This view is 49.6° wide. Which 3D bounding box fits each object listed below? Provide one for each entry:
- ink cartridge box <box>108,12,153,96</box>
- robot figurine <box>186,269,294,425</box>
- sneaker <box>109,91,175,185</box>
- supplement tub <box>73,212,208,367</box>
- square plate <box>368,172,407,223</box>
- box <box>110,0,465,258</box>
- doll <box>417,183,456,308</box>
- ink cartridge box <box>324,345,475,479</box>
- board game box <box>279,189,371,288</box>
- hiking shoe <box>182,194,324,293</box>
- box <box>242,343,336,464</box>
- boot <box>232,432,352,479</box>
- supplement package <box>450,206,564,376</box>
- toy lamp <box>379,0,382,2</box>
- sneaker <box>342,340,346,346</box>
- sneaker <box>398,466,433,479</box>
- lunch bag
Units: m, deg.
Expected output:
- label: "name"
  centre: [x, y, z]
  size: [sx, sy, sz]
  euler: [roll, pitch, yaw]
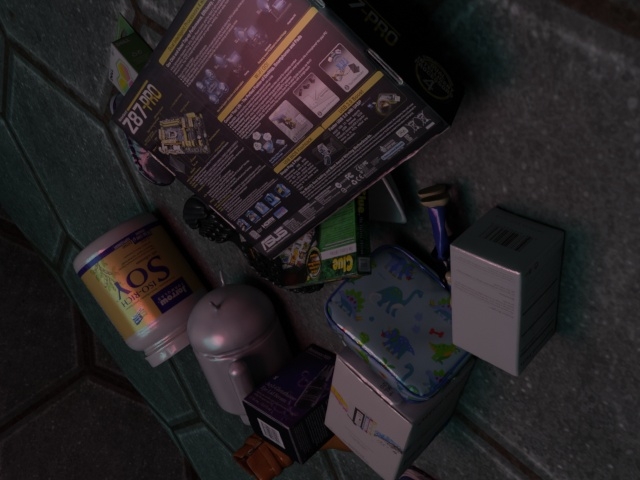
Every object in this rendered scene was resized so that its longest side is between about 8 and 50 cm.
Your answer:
- label: "ink cartridge box"
  centre: [-0.367, -0.335, 1.378]
  size: [0.209, 0.062, 0.109]
  euler: [49, 149, 9]
- label: "robot figurine"
  centre: [-0.173, 0.243, 1.547]
  size: [0.300, 0.199, 0.354]
  euler: [-111, 3, -62]
- label: "sneaker"
  centre: [-0.371, -0.222, 1.478]
  size: [0.098, 0.083, 0.224]
  euler: [-17, 106, 52]
- label: "supplement tub"
  centre: [-0.431, 0.124, 1.738]
  size: [0.331, 0.241, 0.241]
  euler: [55, 149, -2]
- label: "square plate"
  centre: [-0.046, -0.185, 1.064]
  size: [0.344, 0.049, 0.347]
  euler: [11, 139, 49]
- label: "box"
  centre: [-0.064, -0.173, 0.899]
  size: [0.318, 0.097, 0.395]
  euler: [40, 138, -13]
- label: "doll"
  centre: [0.179, 0.022, 0.970]
  size: [0.129, 0.046, 0.189]
  euler: [-85, -21, -68]
- label: "ink cartridge box"
  centre: [0.129, 0.261, 1.187]
  size: [0.168, 0.171, 0.233]
  euler: [38, 145, 25]
- label: "board game box"
  centre: [0.000, 0.000, 1.091]
  size: [0.259, 0.030, 0.136]
  euler: [-15, 72, 61]
- label: "hiking shoe"
  centre: [-0.099, -0.020, 1.283]
  size: [0.304, 0.132, 0.113]
  euler: [38, 148, -18]
- label: "box"
  centre: [-0.028, 0.332, 1.432]
  size: [0.153, 0.207, 0.108]
  euler: [16, 132, 44]
- label: "boot"
  centre: [-0.057, 0.475, 1.595]
  size: [0.283, 0.220, 0.109]
  euler: [14, 131, 46]
- label: "supplement package"
  centre: [0.243, 0.067, 0.909]
  size: [0.105, 0.105, 0.179]
  euler: [25, 138, 37]
- label: "toy lamp"
  centre: [-0.008, -0.369, 0.853]
  size: [0.275, 0.080, 0.080]
  euler: [58, 149, -5]
- label: "sneaker"
  centre: [0.060, 0.178, 1.313]
  size: [0.061, 0.053, 0.152]
  euler: [9, 128, 53]
- label: "sneaker"
  centre: [0.235, 0.542, 1.404]
  size: [0.211, 0.081, 0.080]
  euler: [12, 128, 46]
- label: "lunch bag"
  centre: [0.131, 0.123, 1.053]
  size: [0.219, 0.176, 0.090]
  euler: [40, 168, 17]
